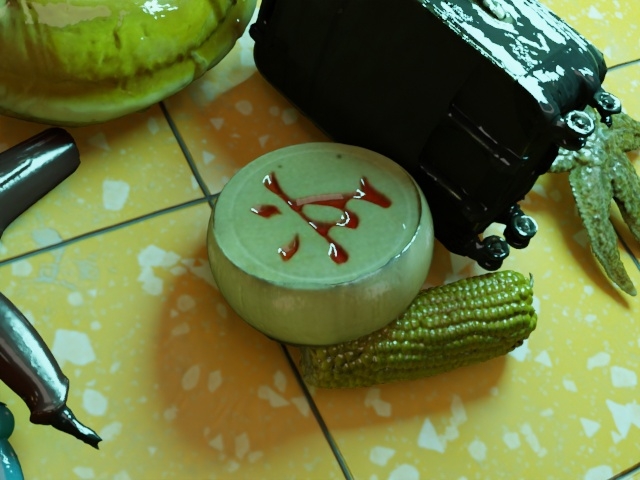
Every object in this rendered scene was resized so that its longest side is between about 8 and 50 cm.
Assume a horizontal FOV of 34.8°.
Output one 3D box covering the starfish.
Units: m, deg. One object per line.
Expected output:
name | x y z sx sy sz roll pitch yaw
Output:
starfish | 0.344 -0.111 1.343 0.327 0.094 0.375 5 67 -17

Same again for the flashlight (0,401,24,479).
flashlight | -0.312 0.219 0.990 0.051 0.051 0.129 -13 70 -23

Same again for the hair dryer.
hair dryer | -0.301 0.058 1.044 0.340 0.123 0.312 47 51 8

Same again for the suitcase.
suitcase | 0.122 -0.203 1.185 0.434 0.283 0.194 42 50 16

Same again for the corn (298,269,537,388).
corn | 0.124 0.105 1.158 0.310 0.101 0.101 -15 69 -22

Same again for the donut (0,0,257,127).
donut | -0.291 -0.330 1.195 0.449 0.198 0.449 7 60 -13

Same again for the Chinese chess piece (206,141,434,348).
Chinese chess piece | 0.000 0.000 1.119 0.250 0.103 0.249 -3 44 3
